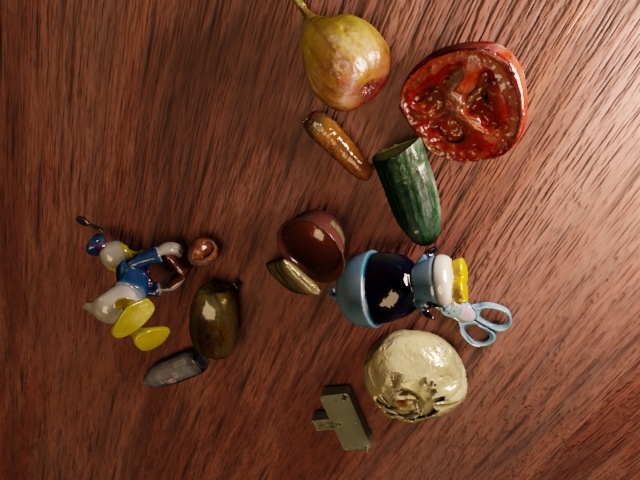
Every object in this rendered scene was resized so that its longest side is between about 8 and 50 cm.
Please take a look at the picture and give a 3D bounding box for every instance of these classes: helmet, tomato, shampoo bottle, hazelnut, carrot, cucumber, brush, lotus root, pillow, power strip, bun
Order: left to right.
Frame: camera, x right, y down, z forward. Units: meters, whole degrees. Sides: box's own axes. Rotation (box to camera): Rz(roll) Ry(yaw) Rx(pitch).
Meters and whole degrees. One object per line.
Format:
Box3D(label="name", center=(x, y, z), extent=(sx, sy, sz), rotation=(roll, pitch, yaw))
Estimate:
Box3D(label="brush", center=(-0.619, -0.042, 1.292), extent=(0.083, 0.008, 0.024), rotation=(25, 120, 2))
Box3D(label="shampoo bottle", center=(-0.442, 0.391, 1.451), extent=(0.234, 0.049, 0.087), rotation=(-26, 109, 27))
Box3D(label="hazelnut", center=(-0.292, 0.029, 1.192), extent=(0.087, 0.086, 0.086), rotation=(7, 119, 13))
Box3D(label="lotus root", center=(-0.278, 0.216, 1.268), extent=(0.124, 0.123, 0.240), rotation=(16, 119, 18))
Box3D(label="pillow", center=(-0.071, 0.087, 1.120), extent=(0.113, 0.038, 0.203), rotation=(44, 165, -8))
Box3D(label="helmet", center=(0.000, 0.000, 1.075), extent=(0.155, 0.106, 0.175), rotation=(-25, 108, 42))
Box3D(label="power strip", center=(0.048, 0.512, 1.367), extent=(0.145, 0.061, 0.215), rotation=(-14, 112, 21))
Box3D(label="carrot", center=(0.040, -0.192, 0.991), extent=(0.186, 0.060, 0.060), rotation=(42, 121, -16))
Box3D(label="cucumber", center=(0.183, -0.081, 0.983), extent=(0.115, 0.063, 0.243), rotation=(-3, 127, 40))
Box3D(label="bun", center=(0.227, 0.345, 1.174), extent=(0.260, 0.152, 0.259), rotation=(8, 119, 15))
Box3D(label="tomato", center=(0.262, -0.258, 0.865), extent=(0.228, 0.101, 0.227), rotation=(19, 140, 17))

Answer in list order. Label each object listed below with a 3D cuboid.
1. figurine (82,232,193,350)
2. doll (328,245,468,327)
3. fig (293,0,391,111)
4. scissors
Box3D(label="figurine", center=(-0.454, 0.069, 1.181), extent=(0.338, 0.284, 0.204), rotation=(38, 143, 25))
Box3D(label="doll", center=(0.157, 0.102, 1.044), extent=(0.314, 0.177, 0.141), rotation=(-7, 149, 29))
Box3D(label="fig", center=(0.012, -0.363, 0.874), extent=(0.159, 0.159, 0.257), rotation=(-37, 85, 29))
Box3D(label="scissors", center=(0.306, 0.152, 1.113), extent=(0.256, 0.030, 0.125), rotation=(30, 123, 0))
